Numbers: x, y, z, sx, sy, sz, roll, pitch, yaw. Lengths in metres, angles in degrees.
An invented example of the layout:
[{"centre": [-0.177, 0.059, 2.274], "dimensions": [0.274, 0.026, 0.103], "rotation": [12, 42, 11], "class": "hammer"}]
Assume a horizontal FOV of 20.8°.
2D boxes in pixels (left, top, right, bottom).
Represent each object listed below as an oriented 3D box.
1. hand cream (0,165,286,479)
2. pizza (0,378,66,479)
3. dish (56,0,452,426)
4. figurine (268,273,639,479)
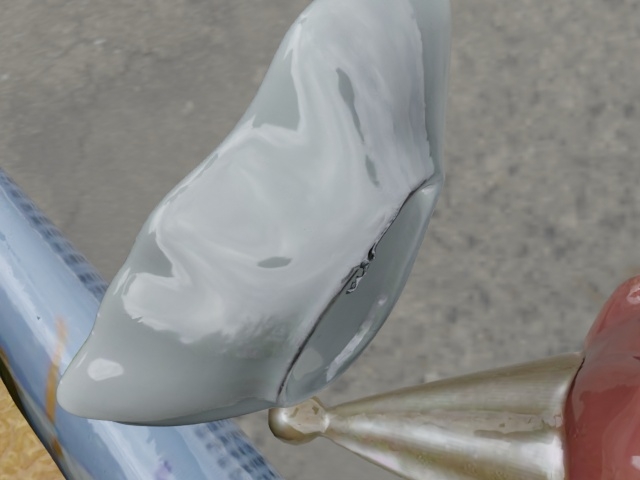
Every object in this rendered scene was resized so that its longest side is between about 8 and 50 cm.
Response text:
[{"centre": [-0.065, 0.047, 0.526], "dimensions": [0.058, 0.091, 0.271], "rotation": [-36, 79, -14], "class": "hand cream"}, {"centre": [-0.220, 0.136, 0.899], "dimensions": [0.323, 0.089, 0.223], "rotation": [-10, 91, -25], "class": "pizza"}, {"centre": [0.000, 0.000, 0.394], "dimensions": [0.039, 0.137, 0.091], "rotation": [43, 32, 19], "class": "dish"}, {"centre": [0.178, 0.064, 0.483], "dimensions": [0.207, 0.387, 0.166], "rotation": [-8, 105, -66], "class": "figurine"}]
